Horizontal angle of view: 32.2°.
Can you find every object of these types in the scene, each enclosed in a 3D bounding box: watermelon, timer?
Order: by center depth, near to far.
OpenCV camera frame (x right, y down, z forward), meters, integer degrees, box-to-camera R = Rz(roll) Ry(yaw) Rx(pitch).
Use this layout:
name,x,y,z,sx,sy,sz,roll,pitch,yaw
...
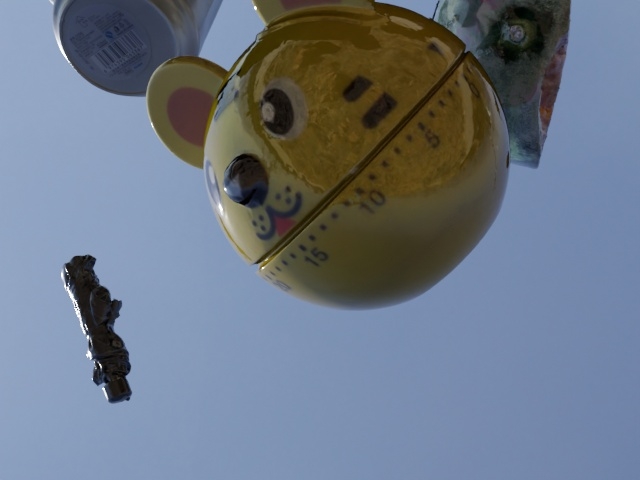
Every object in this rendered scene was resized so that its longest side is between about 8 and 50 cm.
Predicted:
name,x,y,z,sx,sy,sz,roll,pitch,yaw
timer,0.005,-0.118,1.213,0.387,0.376,0.376,44,-146,-6
watermelon,0.225,-0.254,1.439,0.188,0.322,0.175,5,-173,10

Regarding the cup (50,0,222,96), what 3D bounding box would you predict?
name,x,y,z,sx,sy,sz,roll,pitch,yaw
cup,-0.324,-0.417,1.822,0.322,0.237,0.327,17,-139,-2

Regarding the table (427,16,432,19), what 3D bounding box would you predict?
name,x,y,z,sx,sy,sz,roll,pitch,yaw
table,0.220,-0.397,2.285,0.146,0.062,0.175,-8,-138,-30

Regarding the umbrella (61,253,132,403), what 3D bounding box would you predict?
name,x,y,z,sx,sy,sz,roll,pitch,yaw
umbrella,-0.314,0.127,1.605,0.071,0.080,0.224,-15,-114,-16
